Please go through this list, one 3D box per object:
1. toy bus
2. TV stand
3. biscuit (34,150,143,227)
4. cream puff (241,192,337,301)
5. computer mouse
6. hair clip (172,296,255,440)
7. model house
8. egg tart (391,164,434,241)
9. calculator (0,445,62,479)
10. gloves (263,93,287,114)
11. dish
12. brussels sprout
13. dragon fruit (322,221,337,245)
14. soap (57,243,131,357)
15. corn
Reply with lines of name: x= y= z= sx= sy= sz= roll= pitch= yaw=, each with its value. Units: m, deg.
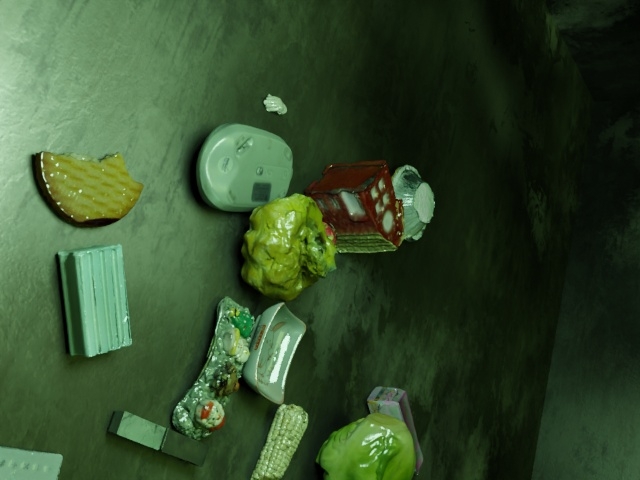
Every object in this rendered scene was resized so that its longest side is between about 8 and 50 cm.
toy bus: x=0.215 y=0.561 z=2.391 sx=0.090 sy=0.112 sz=0.274 roll=-44 pitch=124 yaw=-54
TV stand: x=-0.329 y=0.409 z=1.695 sx=0.256 sy=0.040 sz=0.049 roll=39 pitch=60 yaw=-47
biscuit: x=-0.441 y=-0.113 z=1.556 sx=0.228 sy=0.031 sz=0.176 roll=48 pitch=52 yaw=-40
cream puff: x=-0.056 y=0.020 z=1.921 sx=0.282 sy=0.185 sz=0.282 roll=-38 pitch=138 yaw=-44
computer mouse: x=-0.173 y=-0.161 z=1.873 sx=0.331 sy=0.095 sz=0.197 roll=5 pitch=101 yaw=-63
hair clip: x=-0.211 y=0.284 z=1.816 sx=0.138 sy=0.091 sz=0.321 roll=46 pitch=55 yaw=-47
model house: x=0.107 y=-0.069 z=2.172 sx=0.160 sy=0.196 sz=0.254 roll=-55 pitch=132 yaw=-41
egg tart: x=0.279 y=-0.114 z=2.498 sx=0.234 sy=0.094 sz=0.234 roll=6 pitch=82 yaw=-54
calculator: x=-0.561 y=0.425 z=1.393 sx=0.262 sy=0.021 sz=0.161 roll=28 pitch=67 yaw=-51
gloves: x=-0.108 y=-0.332 z=2.019 sx=0.081 sy=0.037 sz=0.044 roll=6 pitch=49 yaw=-49
dish: x=-0.121 y=0.263 z=1.941 sx=0.151 sy=0.077 sz=0.212 roll=51 pitch=50 yaw=-52
brussels sprout: x=0.121 y=0.591 z=2.174 sx=0.259 sy=0.227 sz=0.294 roll=7 pitch=108 yaw=-61
dragon fruit: x=-0.001 y=0.002 z=2.123 sx=0.086 sy=0.081 sz=0.116 roll=-55 pitch=161 yaw=-45
soap: x=-0.423 y=0.110 z=1.549 sx=0.114 sy=0.063 sz=0.198 roll=-11 pitch=98 yaw=-55
corn: x=-0.094 y=0.495 z=1.982 sx=0.087 sy=0.087 sz=0.211 roll=49 pitch=51 yaw=-42
